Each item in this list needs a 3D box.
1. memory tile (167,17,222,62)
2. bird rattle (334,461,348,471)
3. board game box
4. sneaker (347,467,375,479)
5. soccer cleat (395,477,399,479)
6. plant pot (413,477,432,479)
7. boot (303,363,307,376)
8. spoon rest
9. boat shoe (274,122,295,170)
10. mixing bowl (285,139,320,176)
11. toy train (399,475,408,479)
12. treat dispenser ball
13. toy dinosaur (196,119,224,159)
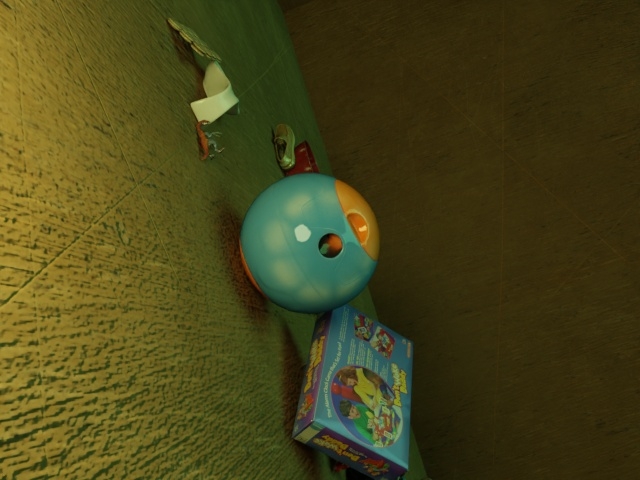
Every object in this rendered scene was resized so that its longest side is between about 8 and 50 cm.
[{"bbox_3d":[-0.276,-0.441,1.460,0.113,0.012,0.148,44,11,1],"label":"memory tile"},{"bbox_3d":[0.081,0.411,1.572,0.253,0.143,0.207,-85,-169,-56],"label":"bird rattle"},{"bbox_3d":[0.083,0.313,1.429,0.233,0.078,0.347,32,37,-15],"label":"board game box"},{"bbox_3d":[0.130,0.621,1.589,0.286,0.109,0.130,-56,123,-78],"label":"sneaker"},{"bbox_3d":[0.160,0.596,1.834,0.143,0.116,0.331,-99,168,-49],"label":"soccer cleat"},{"bbox_3d":[0.258,0.772,1.703,0.243,0.275,0.275,62,7,8],"label":"plant pot"},{"bbox_3d":[0.041,0.356,1.513,0.077,0.137,0.197,59,16,-56],"label":"boot"},{"bbox_3d":[-0.222,-0.328,1.483,0.276,0.084,0.137,-90,157,-64],"label":"spoon rest"},{"bbox_3d":[-0.124,-0.325,2.192,0.072,0.068,0.190,42,29,-51],"label":"boat shoe"},{"bbox_3d":[-0.066,-0.243,2.256,0.181,0.098,0.181,-18,90,-82],"label":"mixing bowl"},{"bbox_3d":[0.231,0.754,2.094,0.184,0.080,0.105,46,20,-71],"label":"toy train"},{"bbox_3d":[-0.022,0.006,1.348,0.288,0.288,0.288,-19,90,-82],"label":"treat dispenser ball"},{"bbox_3d":[-0.230,-0.208,1.335,0.082,0.047,0.090,53,19,3],"label":"toy dinosaur"}]
